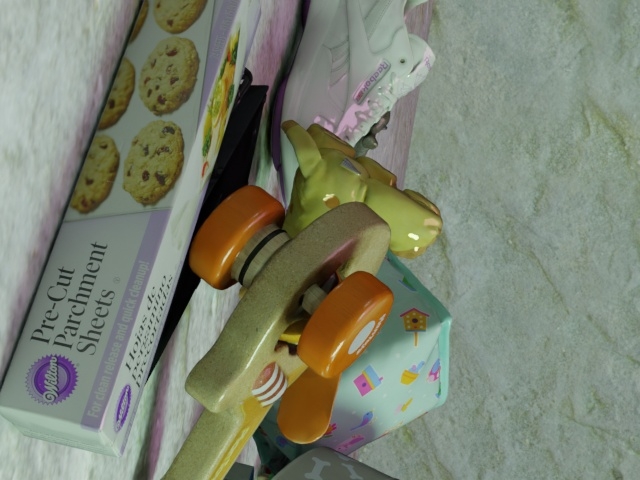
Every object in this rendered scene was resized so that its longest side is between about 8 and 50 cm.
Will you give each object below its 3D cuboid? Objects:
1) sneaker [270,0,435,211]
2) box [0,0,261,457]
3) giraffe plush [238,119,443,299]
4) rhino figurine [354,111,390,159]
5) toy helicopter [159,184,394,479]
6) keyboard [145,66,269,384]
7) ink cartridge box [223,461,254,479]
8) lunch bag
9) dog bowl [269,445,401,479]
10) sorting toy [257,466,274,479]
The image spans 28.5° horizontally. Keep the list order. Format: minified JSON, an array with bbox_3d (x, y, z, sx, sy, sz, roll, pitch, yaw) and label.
[{"bbox_3d":[0.037,-0.164,1.339,0.114,0.152,0.305,77,28,-79],"label":"sneaker"},{"bbox_3d":[-0.108,-0.033,0.770,0.063,0.067,0.324,84,20,-65],"label":"box"},{"bbox_3d":[0.000,0.000,1.209,0.170,0.181,0.210,-55,164,10],"label":"giraffe plush"},{"bbox_3d":[0.068,-0.188,1.865,0.243,0.073,0.106,90,17,-66],"label":"rhino figurine"},{"bbox_3d":[-0.052,0.117,1.045,0.355,0.140,0.235,-58,164,18],"label":"toy helicopter"},{"bbox_3d":[-0.096,-0.038,0.998,0.317,0.033,0.202,-70,176,-54],"label":"keyboard"},{"bbox_3d":[-0.101,0.283,1.411,0.028,0.048,0.083,-71,169,-45],"label":"ink cartridge box"},{"bbox_3d":[0.025,0.162,1.441,0.223,0.160,0.262,-29,150,-17],"label":"lunch bag"},{"bbox_3d":[-0.047,0.366,1.312,0.349,0.102,0.349,-47,160,-23],"label":"dog bowl"},{"bbox_3d":[-0.073,0.387,1.814,0.274,0.046,0.132,18,84,-83],"label":"sorting toy"}]
